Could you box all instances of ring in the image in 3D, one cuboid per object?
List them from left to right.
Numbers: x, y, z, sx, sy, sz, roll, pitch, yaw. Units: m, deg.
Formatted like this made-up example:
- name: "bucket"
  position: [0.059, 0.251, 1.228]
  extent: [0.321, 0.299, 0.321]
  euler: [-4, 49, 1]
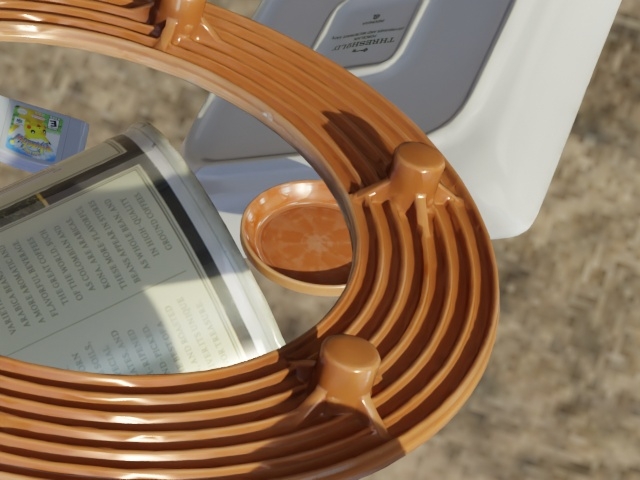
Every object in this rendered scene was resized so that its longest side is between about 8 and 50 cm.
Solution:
- name: "ring"
  position: [-0.090, -0.027, 0.722]
  extent: [0.337, 0.336, 0.032]
  euler: [19, 124, 3]

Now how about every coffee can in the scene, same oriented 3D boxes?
- name: "coffee can"
  position: [-0.163, 0.092, 0.884]
  extent: [0.201, 0.275, 0.201]
  euler: [59, 167, 23]

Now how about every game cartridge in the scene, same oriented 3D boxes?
- name: "game cartridge"
  position: [-0.223, -0.079, 1.492]
  extent: [0.083, 0.056, 0.017]
  euler: [16, 146, -14]

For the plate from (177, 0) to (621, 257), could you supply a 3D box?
- name: "plate"
  position: [0.036, -0.108, 1.122]
  extent: [0.277, 0.278, 0.045]
  euler: [-5, 135, 38]

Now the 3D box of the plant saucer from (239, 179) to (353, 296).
- name: "plant saucer"
  position: [0.000, 0.000, 0.988]
  extent: [0.083, 0.083, 0.013]
  euler: [16, 131, 9]
